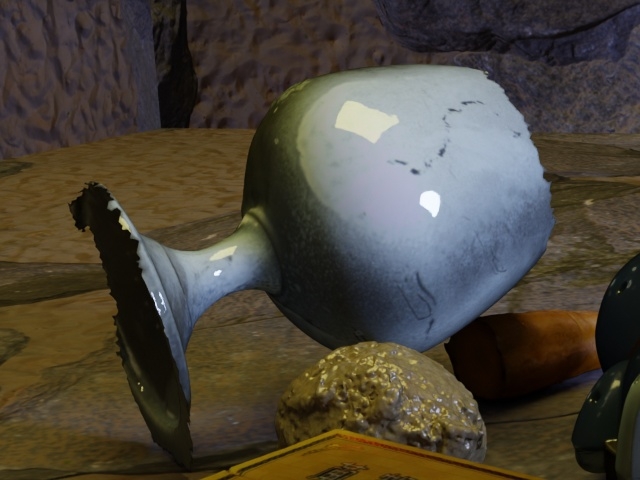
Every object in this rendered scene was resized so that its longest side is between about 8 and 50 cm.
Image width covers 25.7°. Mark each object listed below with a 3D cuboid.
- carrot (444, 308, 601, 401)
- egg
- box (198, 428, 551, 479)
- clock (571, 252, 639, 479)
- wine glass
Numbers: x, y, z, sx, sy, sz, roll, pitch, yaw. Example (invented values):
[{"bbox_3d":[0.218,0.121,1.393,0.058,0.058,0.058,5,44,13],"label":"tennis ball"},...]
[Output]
[{"bbox_3d":[0.200,0.088,1.149,0.205,0.072,0.072,-4,9,-35],"label":"carrot"},{"bbox_3d":[0.038,0.122,0.880,0.140,0.116,0.118,-3,-12,22],"label":"egg"},{"bbox_3d":[-0.026,0.181,0.667,0.301,0.084,0.193,-14,15,-43],"label":"box"},{"bbox_3d":[0.266,0.085,0.931,0.200,0.146,0.243,-6,18,12],"label":"clock"},{"bbox_3d":[0.000,0.000,1.046,0.323,0.238,0.238,-21,16,-17],"label":"wine glass"}]
